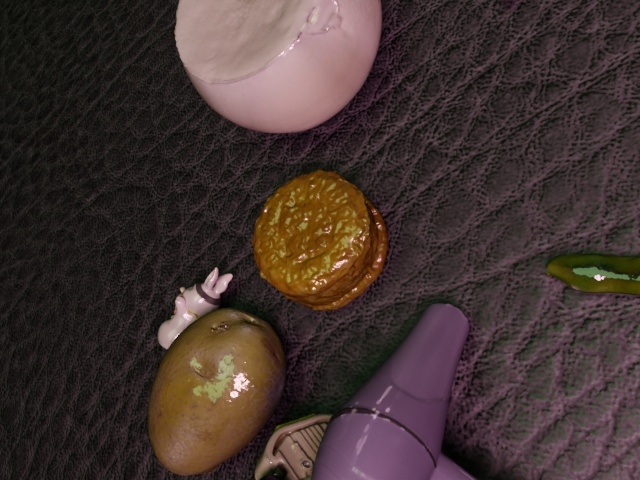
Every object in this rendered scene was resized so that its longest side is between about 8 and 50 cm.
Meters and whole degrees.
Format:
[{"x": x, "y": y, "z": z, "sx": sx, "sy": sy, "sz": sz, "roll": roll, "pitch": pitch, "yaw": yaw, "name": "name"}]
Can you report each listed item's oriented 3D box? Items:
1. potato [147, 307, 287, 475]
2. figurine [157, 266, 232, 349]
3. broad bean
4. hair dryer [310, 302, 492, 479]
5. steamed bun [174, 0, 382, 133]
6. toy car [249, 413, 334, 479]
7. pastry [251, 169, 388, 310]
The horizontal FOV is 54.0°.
[{"x": -0.151, "y": 0.217, "z": 0.873, "sx": 0.251, "sy": 0.159, "sz": 0.174, "roll": -63, "pitch": 30, "yaw": 10, "name": "potato"}, {"x": -0.205, "y": 0.101, "z": 0.988, "sx": 0.098, "sy": 0.081, "sz": 0.146, "roll": 22, "pitch": 87, "yaw": 36, "name": "figurine"}, {"x": 0.364, "y": 0.024, "z": 0.680, "sx": 0.227, "sy": 0.039, "sz": 0.069, "roll": -17, "pitch": 72, "yaw": 26, "name": "broad bean"}, {"x": 0.189, "y": 0.244, "z": 0.655, "sx": 0.361, "sy": 0.121, "sz": 0.301, "roll": 30, "pitch": 47, "yaw": 12, "name": "hair dryer"}, {"x": -0.055, "y": -0.315, "z": 0.952, "sx": 0.324, "sy": 0.206, "sz": 0.324, "roll": -11, "pitch": 69, "yaw": 31, "name": "steamed bun"}, {"x": 0.014, "y": 0.352, "z": 0.728, "sx": 0.248, "sy": 0.204, "sz": 0.198, "roll": 45, "pitch": 124, "yaw": 35, "name": "toy car"}, {"x": 0.000, "y": 0.000, "z": 0.877, "sx": 0.188, "sy": 0.103, "sz": 0.189, "roll": -10, "pitch": 69, "yaw": 29, "name": "pastry"}]
